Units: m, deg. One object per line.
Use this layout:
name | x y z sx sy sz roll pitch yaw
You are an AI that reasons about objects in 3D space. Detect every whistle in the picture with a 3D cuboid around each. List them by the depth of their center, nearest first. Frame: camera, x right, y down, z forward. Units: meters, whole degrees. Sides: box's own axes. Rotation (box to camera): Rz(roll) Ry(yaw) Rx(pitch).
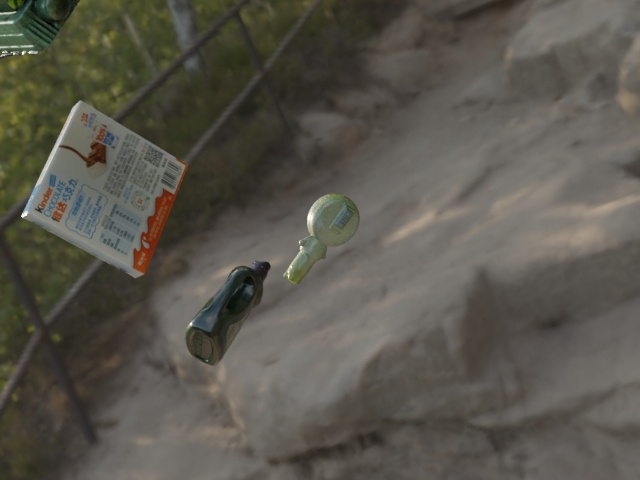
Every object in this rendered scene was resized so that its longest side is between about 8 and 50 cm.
whistle | 0.000 0.000 2.118 0.198 0.104 0.057 -55 32 0

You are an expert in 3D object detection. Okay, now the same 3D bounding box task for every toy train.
toy train | -0.527 -0.386 1.721 0.330 0.178 0.138 8 62 44

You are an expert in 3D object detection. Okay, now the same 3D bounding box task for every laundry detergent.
laundry detergent | -0.152 0.108 1.939 0.222 0.078 0.144 -54 -15 -33

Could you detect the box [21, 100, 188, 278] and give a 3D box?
box | -0.425 -0.102 2.188 0.048 0.265 0.273 -22 42 52
